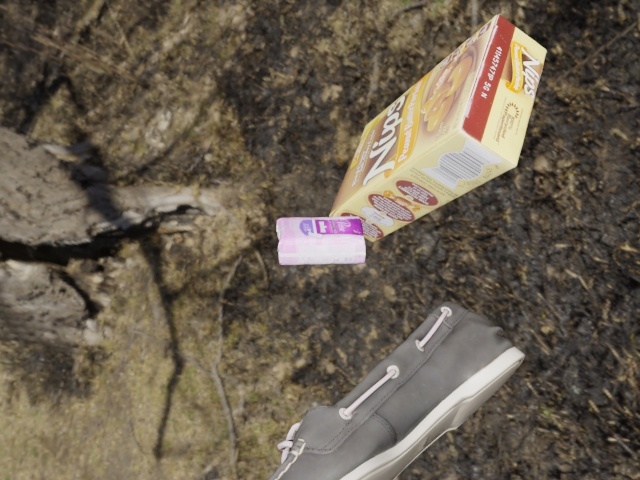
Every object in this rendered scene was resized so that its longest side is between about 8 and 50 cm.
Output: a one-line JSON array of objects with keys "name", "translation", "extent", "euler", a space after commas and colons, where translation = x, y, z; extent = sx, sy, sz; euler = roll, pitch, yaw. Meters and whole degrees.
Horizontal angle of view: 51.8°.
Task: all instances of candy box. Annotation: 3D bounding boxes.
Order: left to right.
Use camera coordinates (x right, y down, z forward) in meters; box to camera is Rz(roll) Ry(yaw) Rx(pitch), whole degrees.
[{"name": "candy box", "translation": [0.142, -0.131, 0.875], "extent": [0.316, 0.088, 0.182], "euler": [-31, 32, 59]}]

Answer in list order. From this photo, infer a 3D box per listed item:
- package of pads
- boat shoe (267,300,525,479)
[{"name": "package of pads", "translation": [0.000, 0.000, 0.625], "extent": [0.050, 0.083, 0.031], "euler": [-98, 9, -57]}, {"name": "boat shoe", "translation": [0.041, 0.160, 0.578], "extent": [0.095, 0.335, 0.112], "euler": [44, 144, 28]}]
